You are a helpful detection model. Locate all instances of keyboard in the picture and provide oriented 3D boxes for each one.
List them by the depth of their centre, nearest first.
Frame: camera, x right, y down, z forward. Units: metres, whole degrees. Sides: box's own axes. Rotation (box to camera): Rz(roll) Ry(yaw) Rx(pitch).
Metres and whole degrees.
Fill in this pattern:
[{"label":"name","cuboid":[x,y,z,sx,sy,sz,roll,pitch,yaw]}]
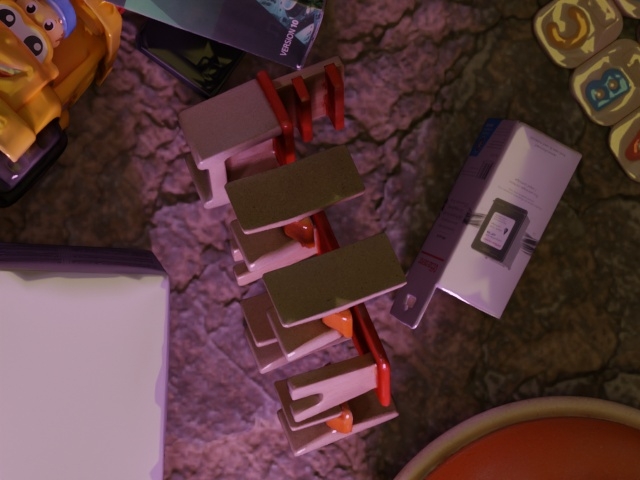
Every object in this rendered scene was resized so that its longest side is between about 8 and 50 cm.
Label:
[{"label":"keyboard","cuboid":[-0.054,-0.196,1.535,0.108,0.023,0.180,35,89,-3]}]

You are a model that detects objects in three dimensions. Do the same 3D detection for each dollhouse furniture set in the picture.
[{"label":"dollhouse furniture set","cuboid":[0.000,0.000,1.453,0.135,0.262,0.259,-20,65,-8]}]

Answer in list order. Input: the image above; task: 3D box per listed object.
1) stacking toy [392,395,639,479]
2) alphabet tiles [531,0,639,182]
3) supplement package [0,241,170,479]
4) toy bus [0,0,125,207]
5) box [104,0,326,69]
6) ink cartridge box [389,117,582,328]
[{"label":"stacking toy","cuboid":[0.220,0.311,1.379,0.350,0.480,0.350,-1,94,-8]},{"label":"alphabet tiles","cuboid":[0.325,-0.190,1.590,0.278,0.021,0.284,-35,98,-4]},{"label":"supplement package","cuboid":[-0.193,0.106,1.445,0.149,0.203,0.194,2,94,-8]},{"label":"toy bus","cuboid":[-0.211,-0.147,1.423,0.211,0.220,0.149,-45,94,-9]},{"label":"box","cuboid":[-0.145,-0.240,1.402,0.322,0.232,0.058,18,117,-4]},{"label":"ink cartridge box","cuboid":[0.128,-0.003,1.533,0.060,0.104,0.180,27,91,-10]}]
